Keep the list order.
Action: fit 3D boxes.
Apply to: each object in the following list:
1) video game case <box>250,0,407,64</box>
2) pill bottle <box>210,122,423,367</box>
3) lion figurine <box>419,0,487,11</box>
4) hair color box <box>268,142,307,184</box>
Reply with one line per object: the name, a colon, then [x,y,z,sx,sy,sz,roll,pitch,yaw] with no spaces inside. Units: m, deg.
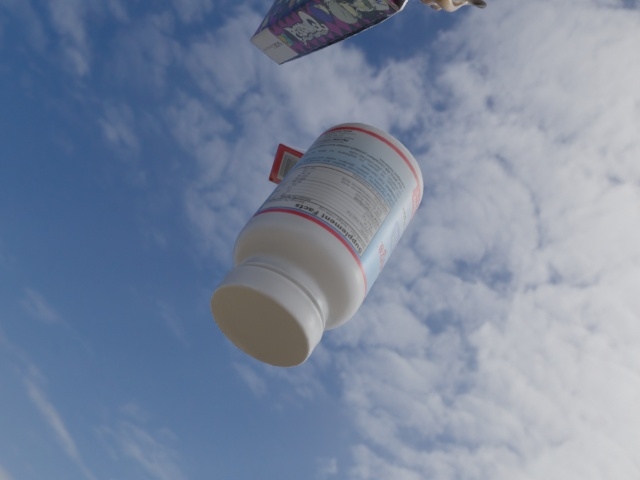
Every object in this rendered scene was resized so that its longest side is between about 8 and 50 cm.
video game case: [0.050,-0.251,0.506,0.042,0.232,0.210,33,-8,-22]
pill bottle: [0.000,0.000,0.432,0.087,0.160,0.087,19,-42,18]
lion figurine: [0.124,-0.454,0.952,0.142,0.240,0.392,-34,-68,30]
hair color box: [0.025,-0.060,0.709,0.072,0.141,0.043,33,-72,55]
